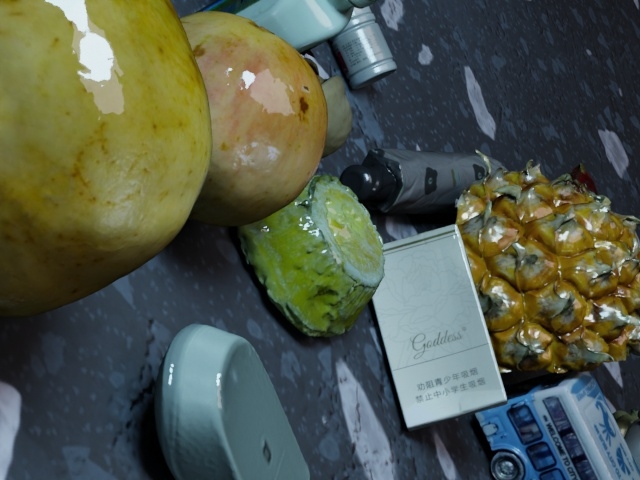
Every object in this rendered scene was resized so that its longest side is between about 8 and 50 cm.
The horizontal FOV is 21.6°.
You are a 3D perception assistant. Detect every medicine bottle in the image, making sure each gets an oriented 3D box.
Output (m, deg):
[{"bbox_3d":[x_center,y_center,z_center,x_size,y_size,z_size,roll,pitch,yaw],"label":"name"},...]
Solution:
[{"bbox_3d":[-0.041,-0.212,1.590,0.083,0.229,0.121,55,30,-18],"label":"medicine bottle"},{"bbox_3d":[0.044,-0.225,1.917,0.058,0.058,0.091,-20,85,-61],"label":"medicine bottle"}]

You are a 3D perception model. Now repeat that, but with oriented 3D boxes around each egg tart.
[{"bbox_3d":[0.000,0.000,1.652,0.197,0.078,0.197,42,34,-37],"label":"egg tart"}]

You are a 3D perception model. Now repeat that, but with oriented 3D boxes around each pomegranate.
[{"bbox_3d":[-0.214,-0.095,1.182,0.307,0.307,0.307,39,38,-39],"label":"pomegranate"},{"bbox_3d":[-0.088,-0.104,1.478,0.191,0.191,0.191,39,38,-39],"label":"pomegranate"}]

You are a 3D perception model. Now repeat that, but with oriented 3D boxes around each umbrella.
[{"bbox_3d":[0.120,-0.066,1.907,0.337,0.067,0.073,-2,112,-59],"label":"umbrella"}]

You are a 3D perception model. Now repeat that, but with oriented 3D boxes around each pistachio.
[{"bbox_3d":[-0.026,-0.128,1.669,0.113,0.113,0.149,69,16,8],"label":"pistachio"}]

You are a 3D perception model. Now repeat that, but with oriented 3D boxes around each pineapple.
[{"bbox_3d":[0.300,0.009,1.868,0.344,0.286,0.209,-48,140,-60],"label":"pineapple"}]

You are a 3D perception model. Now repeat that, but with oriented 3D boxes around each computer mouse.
[{"bbox_3d":[-0.076,0.171,1.399,0.128,0.079,0.231,-66,140,-51],"label":"computer mouse"}]

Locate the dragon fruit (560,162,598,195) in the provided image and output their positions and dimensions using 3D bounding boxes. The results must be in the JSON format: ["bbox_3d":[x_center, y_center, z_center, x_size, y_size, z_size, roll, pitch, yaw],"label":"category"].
[{"bbox_3d":[0.335,-0.006,2.167,0.161,0.127,0.120,59,37,-8],"label":"dragon fruit"}]

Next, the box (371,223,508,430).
[{"bbox_3d":[0.117,0.089,1.740,0.029,0.109,0.198,59,15,-72],"label":"box"}]

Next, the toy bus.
[{"bbox_3d":[0.289,0.290,1.843,0.297,0.131,0.106,65,28,-2],"label":"toy bus"}]

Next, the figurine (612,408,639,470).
[{"bbox_3d":[0.413,0.298,2.092,0.147,0.093,0.197,-32,105,-39],"label":"figurine"}]

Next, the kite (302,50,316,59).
[{"bbox_3d":[-0.059,-0.239,1.729,0.189,0.009,0.232,47,-16,31],"label":"kite"}]
